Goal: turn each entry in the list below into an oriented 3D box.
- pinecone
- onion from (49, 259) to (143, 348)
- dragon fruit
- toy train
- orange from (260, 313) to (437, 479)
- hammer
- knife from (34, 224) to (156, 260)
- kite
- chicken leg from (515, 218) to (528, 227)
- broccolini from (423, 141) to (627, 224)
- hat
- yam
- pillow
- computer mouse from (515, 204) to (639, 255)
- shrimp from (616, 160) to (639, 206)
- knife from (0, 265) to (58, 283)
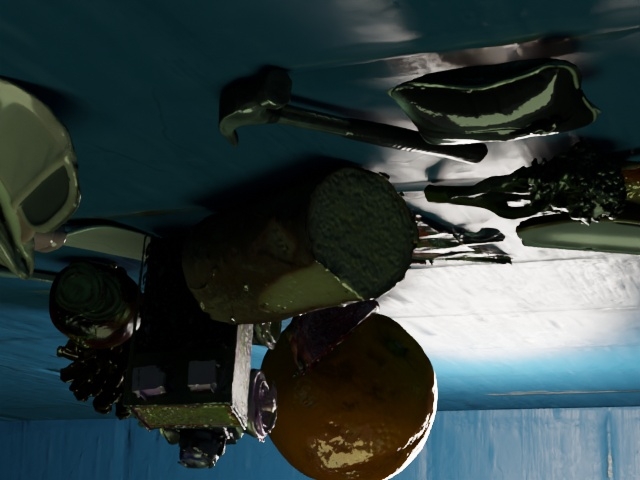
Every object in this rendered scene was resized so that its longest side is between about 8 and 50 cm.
[{"bbox_3d":[-0.306,0.178,1.798,0.163,0.163,0.165,-9,161,36],"label":"pinecone"},{"bbox_3d":[-0.273,0.078,1.508,0.117,0.118,0.118,33,168,6],"label":"onion"},{"bbox_3d":[-0.003,0.098,1.595,0.147,0.096,0.102,-41,178,-12],"label":"dragon fruit"},{"bbox_3d":[-0.121,0.111,1.348,0.134,0.261,0.177,-3,149,10],"label":"toy train"},{"bbox_3d":[0.037,0.218,1.741,0.261,0.261,0.261,1,166,0],"label":"orange"},{"bbox_3d":[0.030,-0.085,0.976,0.246,0.029,0.103,9,164,-35],"label":"hammer"},{"bbox_3d":[-0.257,-0.008,1.323,0.081,0.043,0.336,-20,164,33],"label":"knife"},{"bbox_3d":[0.090,0.000,1.353,0.234,0.016,0.321,-6,164,32],"label":"kite"},{"bbox_3d":[0.243,-0.014,1.265,0.083,0.021,0.036,-4,156,18],"label":"chicken leg"},{"bbox_3d":[0.178,-0.035,1.088,0.091,0.068,0.202,3,168,-41],"label":"broccolini"},{"bbox_3d":[-0.313,-0.067,0.977,0.219,0.164,0.226,11,124,-34],"label":"hat"},{"bbox_3d":[-0.031,0.010,1.177,0.238,0.129,0.128,-14,-165,48],"label":"yam"},{"bbox_3d":[0.123,-0.097,0.868,0.135,0.055,0.091,-3,-174,24],"label":"pillow"},{"bbox_3d":[0.285,-0.013,1.160,0.199,0.045,0.102,4,-169,21],"label":"computer mouse"},{"bbox_3d":[0.299,-0.059,1.067,0.095,0.045,0.162,29,161,-20],"label":"shrimp"},{"bbox_3d":[-0.374,0.044,1.550,0.210,0.015,0.028,10,157,-37],"label":"knife"}]
